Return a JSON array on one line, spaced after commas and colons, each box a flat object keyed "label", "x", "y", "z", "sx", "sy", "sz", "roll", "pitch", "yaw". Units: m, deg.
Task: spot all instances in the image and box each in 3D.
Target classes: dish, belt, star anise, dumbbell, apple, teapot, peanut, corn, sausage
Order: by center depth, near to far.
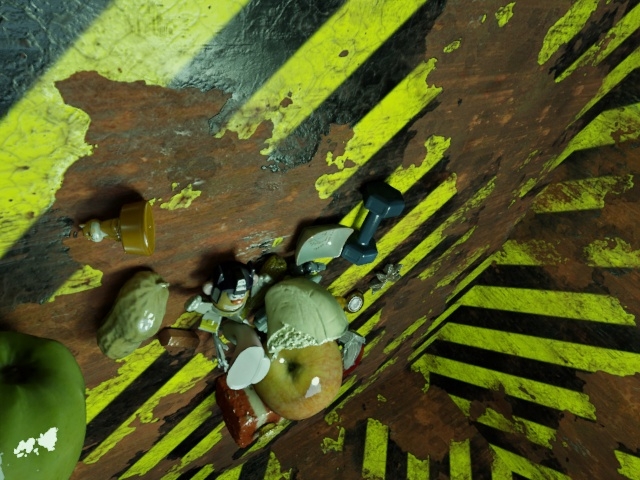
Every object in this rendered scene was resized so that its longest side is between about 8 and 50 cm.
[{"label": "apple", "x": -0.761, "y": 0.432, "z": 0.997, "sx": 0.473, "sy": 0.473, "sz": 0.474, "roll": -28, "pitch": 148, "yaw": -19}, {"label": "peanut", "x": -0.526, "y": 0.222, "z": 1.249, "sx": 0.143, "sy": 0.159, "sz": 0.291, "roll": 27, "pitch": 112, "yaw": -30}, {"label": "sausage", "x": -0.480, "y": 0.345, "z": 1.551, "sx": 0.065, "sy": 0.065, "sz": 0.169, "roll": -44, "pitch": 150, "yaw": 8}, {"label": "corn", "x": -0.203, "y": 0.147, "z": 1.582, "sx": 0.080, "sy": 0.080, "sz": 0.231, "roll": 9, "pitch": 127, "yaw": -52}, {"label": "dish", "x": 0.000, "y": 0.000, "z": 1.605, "sx": 0.212, "sy": 0.077, "sz": 0.151, "roll": -10, "pitch": 141, "yaw": -40}, {"label": "dumbbell", "x": 0.184, "y": -0.059, "z": 1.663, "sx": 0.144, "sy": 0.160, "sz": 0.325, "roll": 11, "pitch": 129, "yaw": -15}, {"label": "apple", "x": -0.096, "y": 0.533, "z": 1.847, "sx": 0.391, "sy": 0.391, "sz": 0.346, "roll": -39, "pitch": 155, "yaw": -1}, {"label": "teapot", "x": 0.163, "y": 0.295, "z": 2.187, "sx": 0.098, "sy": 0.078, "sz": 0.129, "roll": 30, "pitch": 96, "yaw": -17}, {"label": "star anise", "x": 0.320, "y": 0.171, "z": 2.205, "sx": 0.208, "sy": 0.063, "sz": 0.172, "roll": -31, "pitch": 145, "yaw": -8}, {"label": "belt", "x": 0.087, "y": 0.588, "z": 2.336, "sx": 0.324, "sy": 0.227, "sz": 0.115, "roll": -46, "pitch": 153, "yaw": 11}]

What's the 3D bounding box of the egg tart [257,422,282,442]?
[{"label": "egg tart", "x": -0.230, "y": 0.846, "z": 1.973, "sx": 0.128, "sy": 0.049, "sz": 0.129, "roll": -28, "pitch": 152, "yaw": -16}]

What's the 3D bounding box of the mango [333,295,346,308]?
[{"label": "mango", "x": 0.003, "y": 0.347, "z": 2.031, "sx": 0.177, "sy": 0.120, "sz": 0.295, "roll": 0, "pitch": 131, "yaw": -37}]

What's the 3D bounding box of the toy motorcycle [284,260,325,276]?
[{"label": "toy motorcycle", "x": -0.062, "y": 0.105, "z": 1.658, "sx": 0.193, "sy": 0.061, "sz": 0.124, "roll": -2, "pitch": 170, "yaw": -41}]

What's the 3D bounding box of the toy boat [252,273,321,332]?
[{"label": "toy boat", "x": -0.123, "y": 0.240, "z": 1.771, "sx": 0.319, "sy": 0.092, "sz": 0.141, "roll": -40, "pitch": 157, "yaw": -2}]

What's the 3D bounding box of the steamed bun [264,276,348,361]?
[{"label": "steamed bun", "x": -0.042, "y": 0.258, "z": 1.565, "sx": 0.272, "sy": 0.274, "sz": 0.290, "roll": -6, "pitch": -175, "yaw": 6}]

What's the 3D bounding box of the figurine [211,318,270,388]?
[{"label": "figurine", "x": -0.305, "y": 0.396, "z": 1.626, "sx": 0.206, "sy": 0.316, "sz": 0.284, "roll": -16, "pitch": 124, "yaw": -14}]

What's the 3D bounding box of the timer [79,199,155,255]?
[{"label": "timer", "x": -0.474, "y": -0.025, "z": 1.038, "sx": 0.152, "sy": 0.132, "sz": 0.132, "roll": -4, "pitch": 140, "yaw": -12}]

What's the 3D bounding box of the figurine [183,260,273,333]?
[{"label": "figurine", "x": -0.298, "y": 0.171, "z": 1.440, "sx": 0.308, "sy": 0.143, "sz": 0.308, "roll": -47, "pitch": 163, "yaw": -19}]

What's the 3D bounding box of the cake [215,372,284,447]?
[{"label": "cake", "x": -0.294, "y": 0.737, "z": 2.069, "sx": 0.319, "sy": 0.269, "sz": 0.270, "roll": -17, "pitch": 143, "yaw": -31}]
